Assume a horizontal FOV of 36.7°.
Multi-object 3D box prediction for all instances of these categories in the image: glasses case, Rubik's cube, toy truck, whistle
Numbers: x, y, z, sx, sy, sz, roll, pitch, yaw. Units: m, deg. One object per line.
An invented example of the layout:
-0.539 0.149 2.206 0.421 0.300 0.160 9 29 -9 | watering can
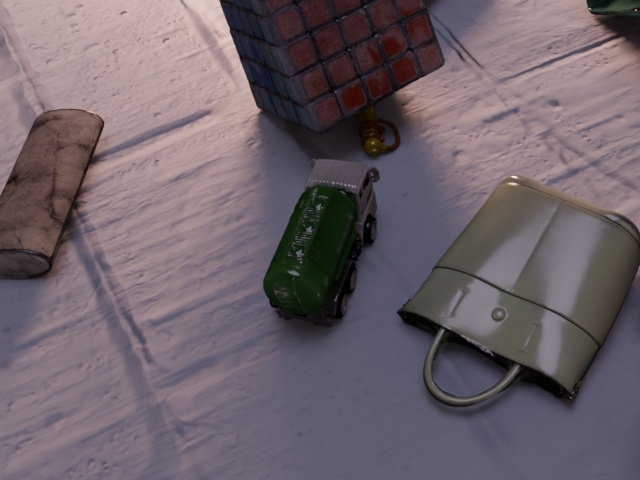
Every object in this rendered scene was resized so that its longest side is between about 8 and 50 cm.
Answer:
-0.406 -0.076 1.427 0.114 0.060 0.299 -1 48 9 | glasses case
0.006 -0.324 1.428 0.238 0.237 0.237 -27 24 -13 | Rubik's cube
0.000 0.000 1.245 0.101 0.125 0.243 8 48 18 | toy truck
0.080 -0.167 1.454 0.046 0.057 0.109 -42 48 32 | whistle

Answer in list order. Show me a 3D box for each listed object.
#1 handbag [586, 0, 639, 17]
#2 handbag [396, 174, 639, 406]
0.560 -0.412 1.489 0.268 0.100 0.274 -20 24 -3 | handbag
0.236 0.081 1.179 0.241 0.109 0.315 24 69 30 | handbag
